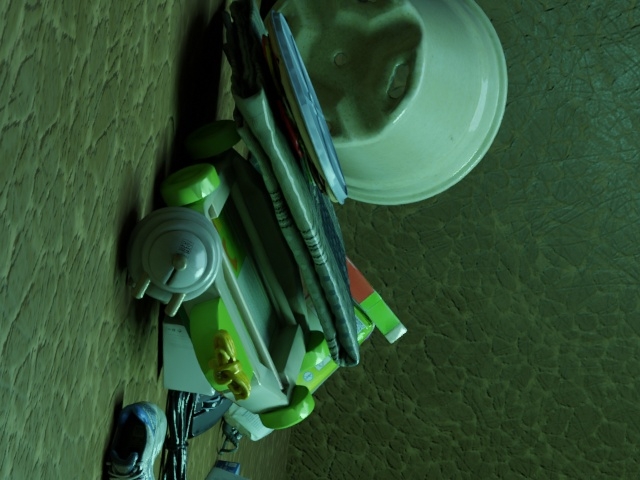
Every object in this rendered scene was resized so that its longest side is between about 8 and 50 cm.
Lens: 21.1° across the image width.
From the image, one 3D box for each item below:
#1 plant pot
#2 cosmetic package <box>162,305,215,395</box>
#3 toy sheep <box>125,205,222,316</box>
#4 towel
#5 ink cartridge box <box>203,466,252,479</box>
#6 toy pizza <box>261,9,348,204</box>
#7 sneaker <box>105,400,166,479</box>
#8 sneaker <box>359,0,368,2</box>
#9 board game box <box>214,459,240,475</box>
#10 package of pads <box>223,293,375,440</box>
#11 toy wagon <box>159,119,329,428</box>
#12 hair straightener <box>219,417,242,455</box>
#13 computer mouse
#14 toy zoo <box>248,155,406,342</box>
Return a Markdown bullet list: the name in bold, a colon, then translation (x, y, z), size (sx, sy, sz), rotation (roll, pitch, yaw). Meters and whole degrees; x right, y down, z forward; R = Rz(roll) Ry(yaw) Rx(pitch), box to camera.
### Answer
- **plant pot**: translation (0.061, -0.221, 2.257), size (0.305, 0.333, 0.334), rotation (9, 90, -76)
- **cosmetic package**: translation (-0.117, 0.044, 1.824), size (0.239, 0.060, 0.099), rotation (-77, 172, -49)
- **toy sheep**: translation (-0.125, 0.014, 1.461), size (0.132, 0.091, 0.091), rotation (-143, -119, -73)
- **towel**: translation (-0.038, -0.066, 1.763), size (0.312, 0.056, 0.324), rotation (-98, 169, -64)
- **ink cartridge box**: translation (-0.099, 0.373, 1.921), size (0.333, 0.165, 0.065), rotation (-50, 158, -68)
- **toy pizza**: translation (-0.021, -0.127, 1.675), size (0.201, 0.032, 0.201), rotation (-20, 90, -86)
- **sneaker**: translation (-0.173, 0.209, 1.539), size (0.058, 0.052, 0.135), rotation (48, 43, -73)
- **sneaker**: translation (0.038, -0.462, 2.493), size (0.107, 0.124, 0.283), rotation (-71, 169, -72)
- **board game box**: translation (-0.150, 0.402, 2.398), size (0.201, 0.035, 0.136), rotation (-61, 160, -79)
- **package of pads**: translation (-0.036, 0.163, 2.353), size (0.229, 0.101, 0.296), rotation (-44, 176, 0)
- **toy wagon**: translation (-0.080, 0.048, 1.636), size (0.344, 0.068, 0.267), rotation (-71, 142, -65)
- **hair straightener**: translation (-0.111, 0.250, 2.541), size (0.230, 0.047, 0.089), rotation (-75, 173, -58)
- **computer mouse**: translation (-0.133, 0.212, 1.997), size (0.262, 0.060, 0.184), rotation (-64, 161, -77)
- **toy zoo**: translation (0.000, 0.000, 2.303), size (0.030, 0.293, 0.192), rotation (-39, -166, 0)
